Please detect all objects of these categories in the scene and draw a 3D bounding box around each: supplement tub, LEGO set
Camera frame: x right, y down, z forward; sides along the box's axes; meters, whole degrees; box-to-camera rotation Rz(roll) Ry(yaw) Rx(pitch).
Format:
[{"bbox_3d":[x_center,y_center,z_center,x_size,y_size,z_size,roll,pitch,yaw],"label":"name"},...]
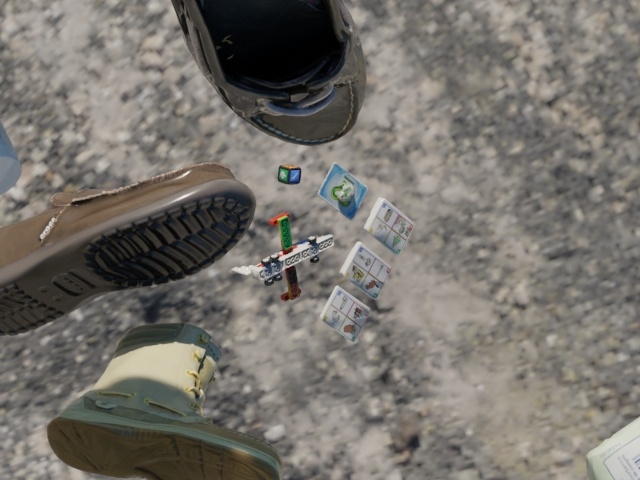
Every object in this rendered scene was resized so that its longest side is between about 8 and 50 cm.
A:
[{"bbox_3d":[-0.333,-0.097,1.442,0.071,0.071,0.107,-8,56,-36],"label":"supplement tub"},{"bbox_3d":[0.000,0.000,1.940,0.244,0.060,0.182,36,78,-44],"label":"LEGO set"}]

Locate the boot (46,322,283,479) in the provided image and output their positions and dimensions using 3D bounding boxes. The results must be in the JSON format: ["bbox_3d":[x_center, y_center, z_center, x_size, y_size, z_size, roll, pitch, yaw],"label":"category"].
[{"bbox_3d":[-0.137,0.182,1.659,0.203,0.262,0.095,-57,148,-52],"label":"boot"}]

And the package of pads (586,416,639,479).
[{"bbox_3d":[0.216,0.190,0.606,0.101,0.296,0.229,-33,61,2],"label":"package of pads"}]

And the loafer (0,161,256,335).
[{"bbox_3d":[-0.248,-0.016,1.686,0.134,0.366,0.130,51,24,-54],"label":"loafer"}]

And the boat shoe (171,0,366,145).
[{"bbox_3d":[-0.041,-0.146,0.982,0.335,0.112,0.095,64,9,-53],"label":"boat shoe"}]
